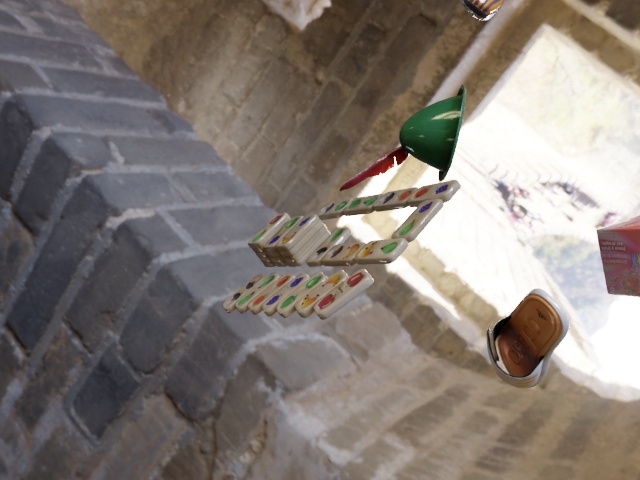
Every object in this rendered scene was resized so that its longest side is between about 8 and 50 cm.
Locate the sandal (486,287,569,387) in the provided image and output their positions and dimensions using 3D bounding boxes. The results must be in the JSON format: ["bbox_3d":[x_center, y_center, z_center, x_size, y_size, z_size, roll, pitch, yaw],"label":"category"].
[{"bbox_3d":[0.289,0.155,0.932,0.076,0.102,0.265,-28,149,-12],"label":"sandal"}]

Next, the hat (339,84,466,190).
[{"bbox_3d":[0.152,-0.202,1.137,0.173,0.184,0.208,97,6,-52],"label":"hat"}]

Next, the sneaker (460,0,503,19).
[{"bbox_3d":[0.434,-0.658,1.449,0.180,0.125,0.321,-35,-157,56],"label":"sneaker"}]

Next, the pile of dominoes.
[{"bbox_3d":[0.000,0.000,0.660,0.196,0.040,0.251,-46,-160,-26],"label":"pile of dominoes"}]

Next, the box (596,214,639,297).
[{"bbox_3d":[0.686,0.027,1.147,0.154,0.142,0.300,-15,-174,-24],"label":"box"}]
